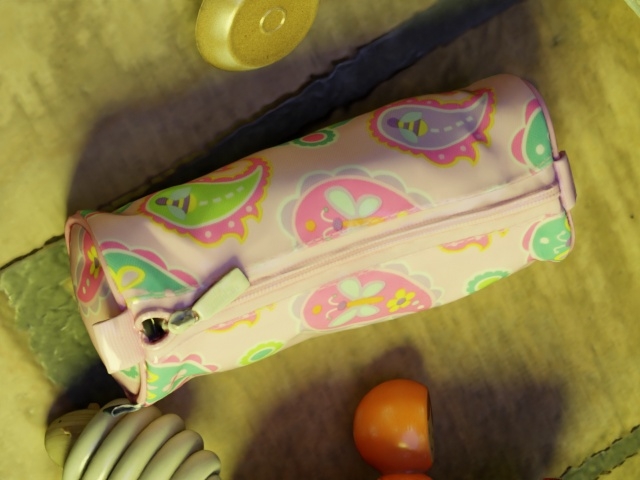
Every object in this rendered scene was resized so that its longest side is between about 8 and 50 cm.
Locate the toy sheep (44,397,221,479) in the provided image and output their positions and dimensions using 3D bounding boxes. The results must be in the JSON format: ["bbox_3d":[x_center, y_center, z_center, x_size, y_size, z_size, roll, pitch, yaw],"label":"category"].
[{"bbox_3d":[-0.100,0.139,0.967,0.132,0.091,0.091,28,98,9],"label":"toy sheep"}]

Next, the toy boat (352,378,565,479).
[{"bbox_3d":[0.053,0.159,1.023,0.231,0.151,0.151,4,77,-22],"label":"toy boat"}]

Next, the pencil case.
[{"bbox_3d":[0.000,0.000,0.944,0.284,0.124,0.124,-18,113,-15],"label":"pencil case"}]

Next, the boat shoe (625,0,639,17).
[{"bbox_3d":[0.265,-0.104,0.922,0.103,0.320,0.118,-28,158,-48],"label":"boat shoe"}]

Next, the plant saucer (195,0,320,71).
[{"bbox_3d":[-0.029,-0.124,0.925,0.083,0.015,0.083,-27,143,-23],"label":"plant saucer"}]
